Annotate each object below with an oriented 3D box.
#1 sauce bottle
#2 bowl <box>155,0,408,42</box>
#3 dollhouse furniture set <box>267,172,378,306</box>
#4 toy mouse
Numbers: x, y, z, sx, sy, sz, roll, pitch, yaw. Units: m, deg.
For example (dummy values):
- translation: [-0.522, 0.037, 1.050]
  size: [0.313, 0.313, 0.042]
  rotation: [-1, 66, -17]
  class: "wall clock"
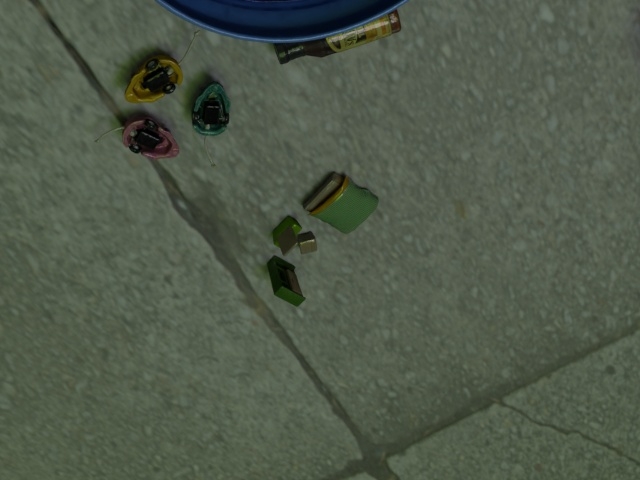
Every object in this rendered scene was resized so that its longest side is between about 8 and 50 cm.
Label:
- translation: [0.016, -0.208, 1.175]
  size: [0.128, 0.042, 0.042]
  rotation: [-21, 131, -1]
  class: "sauce bottle"
- translation: [-0.023, -0.364, 1.017]
  size: [0.391, 0.077, 0.391]
  rotation: [-8, 130, -10]
  class: "bowl"
- translation: [0.000, 0.000, 1.327]
  size: [0.076, 0.058, 0.151]
  rotation: [31, 114, -34]
  class: "dollhouse furniture set"
- translation: [-0.148, -0.127, 1.198]
  size: [0.161, 0.031, 0.143]
  rotation: [-34, 129, 11]
  class: "toy mouse"
